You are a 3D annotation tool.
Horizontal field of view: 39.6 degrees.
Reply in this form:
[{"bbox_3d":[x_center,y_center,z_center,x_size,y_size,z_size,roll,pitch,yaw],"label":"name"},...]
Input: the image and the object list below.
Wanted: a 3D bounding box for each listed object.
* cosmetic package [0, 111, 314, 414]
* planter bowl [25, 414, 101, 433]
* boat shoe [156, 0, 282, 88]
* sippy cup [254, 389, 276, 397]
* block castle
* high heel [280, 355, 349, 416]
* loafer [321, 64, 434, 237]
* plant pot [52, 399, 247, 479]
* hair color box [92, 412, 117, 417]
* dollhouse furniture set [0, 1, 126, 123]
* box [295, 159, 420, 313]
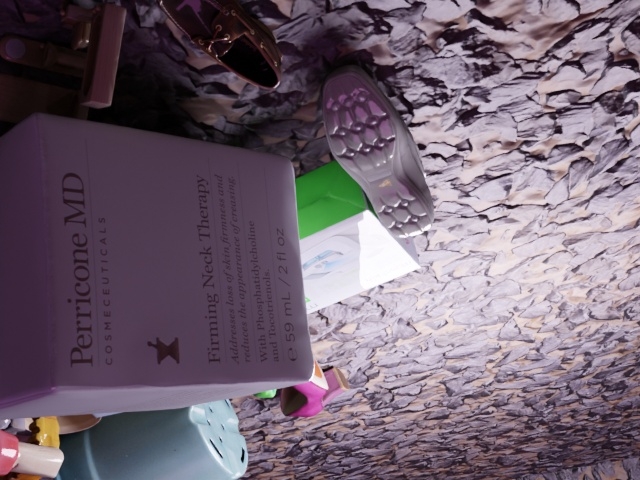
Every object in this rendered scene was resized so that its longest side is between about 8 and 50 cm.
[{"bbox_3d":[-0.269,0.059,1.205,0.393,0.329,0.327,5,163,-44],"label":"cosmetic package"},{"bbox_3d":[-0.546,0.327,1.868,0.162,0.109,0.162,-9,148,-6],"label":"planter bowl"},{"bbox_3d":[-0.120,-0.259,1.103,0.073,0.073,0.207,-31,143,30],"label":"boat shoe"},{"bbox_3d":[-0.196,0.175,1.653,0.224,0.240,0.305,-1,140,3],"label":"sippy cup"},{"bbox_3d":[-0.710,0.371,1.700,0.453,0.303,0.213,-32,143,28],"label":"block castle"},{"bbox_3d":[-0.068,0.335,2.015,0.181,0.127,0.377,-30,149,9],"label":"high heel"},{"bbox_3d":[0.086,-0.139,1.337,0.112,0.111,0.319,-15,132,16],"label":"loafer"},{"bbox_3d":[-0.366,0.475,1.991,0.334,0.341,0.341,-27,146,10],"label":"plant pot"},{"bbox_3d":[-0.408,0.154,1.562,0.113,0.185,0.374,-12,149,1],"label":"hair color box"},{"bbox_3d":[-0.322,-0.209,1.046,0.123,0.144,0.151,9,179,-31],"label":"dollhouse furniture set"},{"bbox_3d":[0.000,0.000,1.513,0.262,0.127,0.231,-24,145,17],"label":"box"}]
